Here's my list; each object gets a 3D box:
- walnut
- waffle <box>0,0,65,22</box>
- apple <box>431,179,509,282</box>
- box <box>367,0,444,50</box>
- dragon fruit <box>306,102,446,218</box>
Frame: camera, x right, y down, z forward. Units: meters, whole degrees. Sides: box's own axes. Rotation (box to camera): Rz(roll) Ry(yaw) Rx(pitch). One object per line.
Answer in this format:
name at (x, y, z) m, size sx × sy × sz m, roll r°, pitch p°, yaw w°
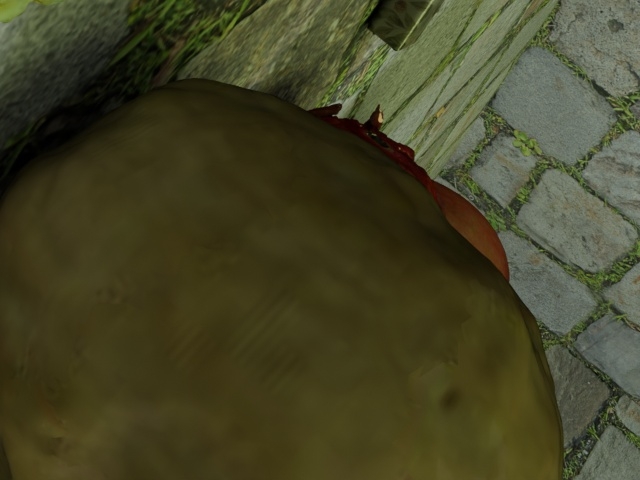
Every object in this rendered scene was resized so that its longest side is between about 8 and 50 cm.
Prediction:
walnut at (-0.035, 0.099, 0.553) m, size 0.381 × 0.381 × 0.381 m, roll -49°, pitch 173°, yaw -8°
waffle at (-0.047, -0.174, 0.210) m, size 0.297 × 0.073 × 0.317 m, roll -42°, pitch 170°, yaw -48°
apple at (0.059, 0.075, 1.236) m, size 0.364 × 0.364 × 0.364 m, roll -49°, pitch 173°, yaw -8°
box at (0.093, -0.236, 0.915) m, size 0.098 × 0.045 × 0.062 m, roll -56°, pitch 173°, yaw 31°
dragon fruit at (-0.005, 0.008, 0.856) m, size 0.241 × 0.241 × 0.252 m, roll -43°, pitch 159°, yaw -47°
